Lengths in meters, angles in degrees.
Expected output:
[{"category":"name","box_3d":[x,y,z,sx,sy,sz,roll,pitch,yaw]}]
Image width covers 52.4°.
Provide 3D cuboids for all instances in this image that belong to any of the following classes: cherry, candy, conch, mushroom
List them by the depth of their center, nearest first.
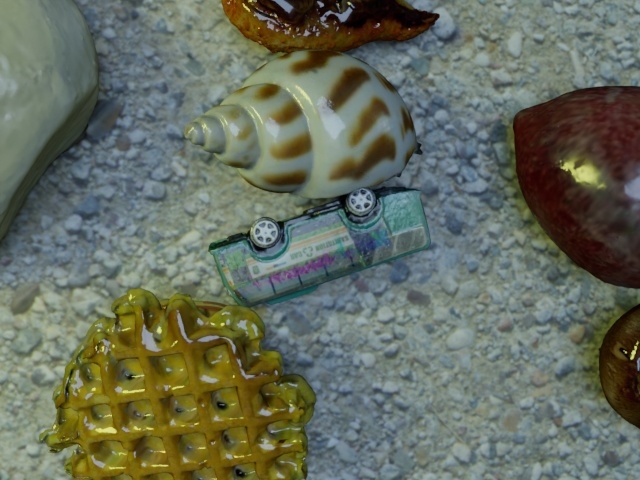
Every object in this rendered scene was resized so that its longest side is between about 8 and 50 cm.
[{"category":"candy","box_3d":[-0.463,-0.192,0.701,0.386,0.186,0.427,-42,90,0]},{"category":"conch","box_3d":[-0.019,-0.133,0.741,0.275,0.183,0.148,-32,128,-22]},{"category":"cherry","box_3d":[0.362,-0.072,0.773,0.300,0.203,0.230,33,89,9]},{"category":"mushroom","box_3d":[0.453,0.157,0.821,0.231,0.138,0.194,34,73,-16]}]

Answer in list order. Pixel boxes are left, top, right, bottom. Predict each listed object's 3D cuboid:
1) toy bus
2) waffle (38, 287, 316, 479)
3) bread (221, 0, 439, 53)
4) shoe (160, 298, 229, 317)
[{"category":"toy bus","box_3d":[0.000,0.000,0.791,0.262,0.091,0.109,-18,99,-4]},{"category":"waffle","box_3d":[-0.156,0.213,0.747,0.302,0.068,0.325,35,109,-6]},{"category":"bread","box_3d":[0.011,-0.295,0.796,0.269,0.095,0.139,-9,93,-20]},{"category":"shoe","box_3d":[-0.151,0.112,0.784,0.109,0.072,0.069,23,49,-10]}]
